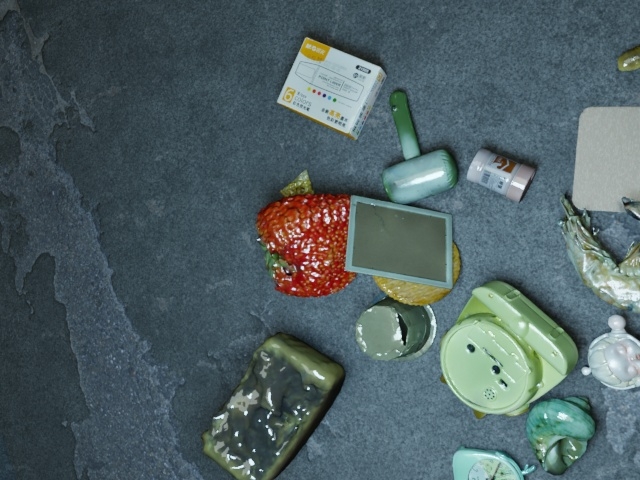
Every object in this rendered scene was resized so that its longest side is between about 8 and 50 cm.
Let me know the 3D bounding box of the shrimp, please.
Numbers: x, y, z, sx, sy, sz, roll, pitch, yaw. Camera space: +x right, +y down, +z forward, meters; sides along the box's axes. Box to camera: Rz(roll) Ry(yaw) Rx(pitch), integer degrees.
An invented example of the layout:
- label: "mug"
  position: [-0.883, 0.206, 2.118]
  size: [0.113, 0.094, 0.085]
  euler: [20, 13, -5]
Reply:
- label: "shrimp"
  position: [0.712, 0.008, 1.302]
  size: [0.247, 0.085, 0.360]
  euler: [-46, 61, 23]

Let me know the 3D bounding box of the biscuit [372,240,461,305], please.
- label: "biscuit"
  position: [0.257, 0.061, 1.482]
  size: [0.254, 0.035, 0.253]
  euler: [1, 62, -1]

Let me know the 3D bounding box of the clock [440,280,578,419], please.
- label: "clock"
  position: [0.436, 0.303, 1.375]
  size: [0.286, 0.117, 0.348]
  euler: [45, 124, 26]

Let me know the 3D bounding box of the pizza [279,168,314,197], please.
- label: "pizza"
  position: [-0.067, -0.173, 1.696]
  size: [0.123, 0.026, 0.108]
  euler: [16, 92, 23]

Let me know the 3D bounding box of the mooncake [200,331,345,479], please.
- label: "mooncake"
  position: [-0.130, 0.463, 1.501]
  size: [0.246, 0.394, 0.393]
  euler: [33, 141, 23]

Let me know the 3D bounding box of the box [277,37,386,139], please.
- label: "box"
  position: [0.031, -0.453, 1.629]
  size: [0.274, 0.091, 0.220]
  euler: [27, 98, 21]

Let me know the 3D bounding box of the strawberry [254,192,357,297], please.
- label: "strawberry"
  position: [0.000, 0.000, 1.563]
  size: [0.351, 0.267, 0.312]
  euler: [-20, 109, -8]

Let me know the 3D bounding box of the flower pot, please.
- label: "flower pot"
  position: [0.198, 0.241, 1.479]
  size: [0.212, 0.203, 0.212]
  euler: [0, 89, 19]

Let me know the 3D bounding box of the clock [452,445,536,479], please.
- label: "clock"
  position: [0.457, 0.627, 1.423]
  size: [0.211, 0.066, 0.159]
  euler: [-5, 86, 22]

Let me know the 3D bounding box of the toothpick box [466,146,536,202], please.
- label: "toothpick box"
  position: [0.473, -0.172, 1.428]
  size: [0.149, 0.098, 0.098]
  euler: [28, 99, 22]

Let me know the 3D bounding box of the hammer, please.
- label: "hammer"
  position: [0.251, -0.275, 1.528]
  size: [0.207, 0.119, 0.335]
  euler: [-18, 75, 20]

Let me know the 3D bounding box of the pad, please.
- label: "pad"
  position: [0.738, -0.205, 1.369]
  size: [0.176, 0.002, 0.266]
  euler: [5, 90, 23]

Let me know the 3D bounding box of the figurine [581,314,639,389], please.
- label: "figurine"
  position: [0.745, 0.261, 1.287]
  size: [0.257, 0.144, 0.181]
  euler: [-22, 100, 18]

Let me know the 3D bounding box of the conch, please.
- label: "conch"
  position: [0.594, 0.468, 1.344]
  size: [0.176, 0.122, 0.188]
  euler: [45, 108, -3]

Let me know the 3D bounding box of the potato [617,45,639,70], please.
- label: "potato"
  position: [0.776, -0.448, 1.341]
  size: [0.083, 0.040, 0.051]
  euler: [-22, 75, 19]

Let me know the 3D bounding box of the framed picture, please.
- label: "framed picture"
  position: [0.212, 0.004, 1.454]
  size: [0.293, 0.018, 0.231]
  euler: [11, 63, -8]
